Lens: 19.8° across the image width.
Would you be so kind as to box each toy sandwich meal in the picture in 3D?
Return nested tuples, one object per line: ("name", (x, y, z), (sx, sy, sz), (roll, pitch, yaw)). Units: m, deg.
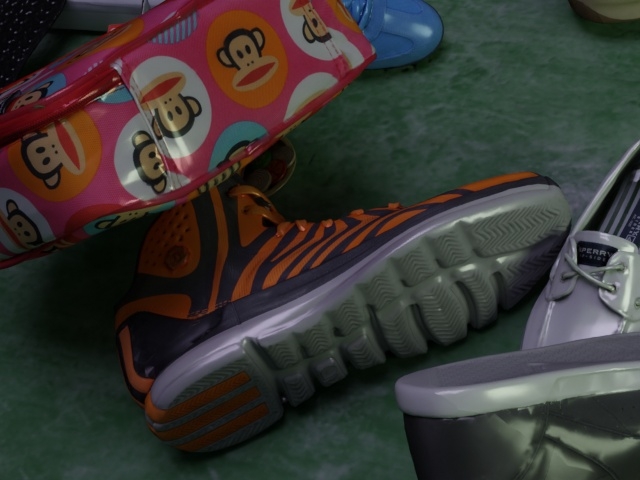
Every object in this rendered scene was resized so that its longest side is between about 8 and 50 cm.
("toy sandwich meal", (-0.061, -0.062, 1.391), (0.085, 0.029, 0.086), (-8, 48, 9))

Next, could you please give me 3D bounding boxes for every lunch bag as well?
("lunch bag", (-0.130, -0.087, 1.274), (0.293, 0.120, 0.258), (-35, 11, -37))

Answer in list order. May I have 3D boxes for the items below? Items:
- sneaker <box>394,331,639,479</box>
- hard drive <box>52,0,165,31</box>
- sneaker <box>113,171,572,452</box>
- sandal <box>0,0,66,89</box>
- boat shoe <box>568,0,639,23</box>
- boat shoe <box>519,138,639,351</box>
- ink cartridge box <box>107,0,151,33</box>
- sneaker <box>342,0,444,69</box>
("sneaker", (0.181, 0.138, 1.113), (0.295, 0.147, 0.104), (-6, 7, -26))
("hard drive", (-0.137, -0.272, 1.585), (0.353, 0.047, 0.233), (6, 52, 20))
("sneaker", (0.000, 0.000, 1.256), (0.321, 0.125, 0.180), (-24, 49, -5))
("sandal", (-0.273, -0.147, 1.508), (0.179, 0.067, 0.040), (-53, 11, -12))
("boat shoe", (0.345, -0.262, 1.378), (0.341, 0.110, 0.122), (-17, 33, 3))
("boat shoe", (0.184, 0.022, 1.217), (0.083, 0.076, 0.226), (10, 53, 24))
("ink cartridge box", (-0.151, -0.138, 1.461), (0.029, 0.063, 0.115), (-5, 49, 9))
("sneaker", (-0.006, -0.180, 1.406), (0.209, 0.082, 0.069), (15, 86, -2))
